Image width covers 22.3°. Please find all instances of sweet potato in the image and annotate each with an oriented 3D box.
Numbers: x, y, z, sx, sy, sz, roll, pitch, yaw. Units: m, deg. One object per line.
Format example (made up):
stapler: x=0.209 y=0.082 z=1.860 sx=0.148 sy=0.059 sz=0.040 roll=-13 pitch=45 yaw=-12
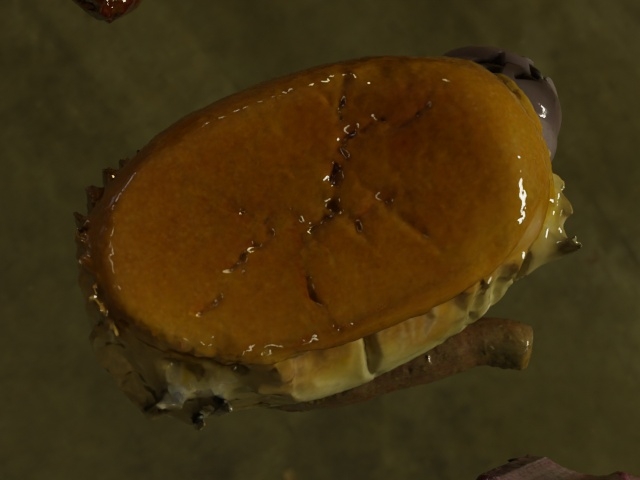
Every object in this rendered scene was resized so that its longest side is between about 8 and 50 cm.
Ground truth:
sweet potato: x=0.034 y=0.127 z=1.739 sx=0.109 sy=0.385 sz=0.109 roll=-6 pitch=90 yaw=-80

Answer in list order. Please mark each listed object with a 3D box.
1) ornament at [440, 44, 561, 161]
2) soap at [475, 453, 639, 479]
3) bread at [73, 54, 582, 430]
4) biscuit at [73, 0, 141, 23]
ornament: x=0.155 y=-0.111 z=1.655 sx=0.177 sy=0.177 sz=0.177 roll=20 pitch=54 yaw=-30
soap: x=0.196 y=0.285 z=1.343 sx=0.325 sy=0.127 sz=0.220 roll=8 pitch=95 yaw=-68
bread: x=-0.007 y=-0.010 z=1.275 sx=0.388 sy=0.183 sz=0.236 roll=-24 pitch=64 yaw=-11
biscuit: x=-0.199 y=-0.253 z=1.256 sx=0.192 sy=0.049 sz=0.192 roll=58 pitch=11 yaw=-18
